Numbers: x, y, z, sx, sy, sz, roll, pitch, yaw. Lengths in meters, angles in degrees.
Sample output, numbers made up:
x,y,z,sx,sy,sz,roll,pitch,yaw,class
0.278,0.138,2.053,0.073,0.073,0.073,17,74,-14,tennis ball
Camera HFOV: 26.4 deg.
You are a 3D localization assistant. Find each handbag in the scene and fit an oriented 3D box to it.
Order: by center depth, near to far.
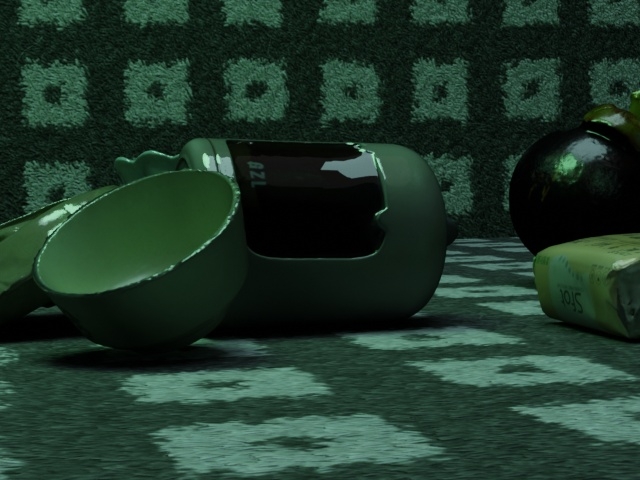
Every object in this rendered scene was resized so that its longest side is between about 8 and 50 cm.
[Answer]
x,y,z,sx,sy,sz,roll,pitch,yaw,class
-0.317,0.017,1.567,0.253,0.109,0.316,-29,8,-14,handbag

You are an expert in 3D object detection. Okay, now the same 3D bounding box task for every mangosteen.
x,y,z,sx,sy,sz,roll,pitch,yaw,class
0.419,-0.085,2.008,0.275,0.302,0.275,25,7,-3,mangosteen

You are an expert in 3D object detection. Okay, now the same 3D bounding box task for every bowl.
x,y,z,sx,sy,sz,roll,pitch,yaw,class
-0.157,0.032,1.296,0.212,0.112,0.211,-15,29,8,bowl

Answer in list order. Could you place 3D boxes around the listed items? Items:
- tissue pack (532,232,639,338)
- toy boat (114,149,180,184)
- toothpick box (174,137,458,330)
x,y,z,sx,sy,sz,roll,pitch,yaw,class
0.343,0.043,1.411,0.186,0.090,0.222,-8,6,-13,tissue pack
-0.110,-0.042,1.658,0.290,0.100,0.199,3,-10,3,toy boat
0.000,0.000,1.514,0.317,0.228,0.229,0,2,-16,toothpick box
